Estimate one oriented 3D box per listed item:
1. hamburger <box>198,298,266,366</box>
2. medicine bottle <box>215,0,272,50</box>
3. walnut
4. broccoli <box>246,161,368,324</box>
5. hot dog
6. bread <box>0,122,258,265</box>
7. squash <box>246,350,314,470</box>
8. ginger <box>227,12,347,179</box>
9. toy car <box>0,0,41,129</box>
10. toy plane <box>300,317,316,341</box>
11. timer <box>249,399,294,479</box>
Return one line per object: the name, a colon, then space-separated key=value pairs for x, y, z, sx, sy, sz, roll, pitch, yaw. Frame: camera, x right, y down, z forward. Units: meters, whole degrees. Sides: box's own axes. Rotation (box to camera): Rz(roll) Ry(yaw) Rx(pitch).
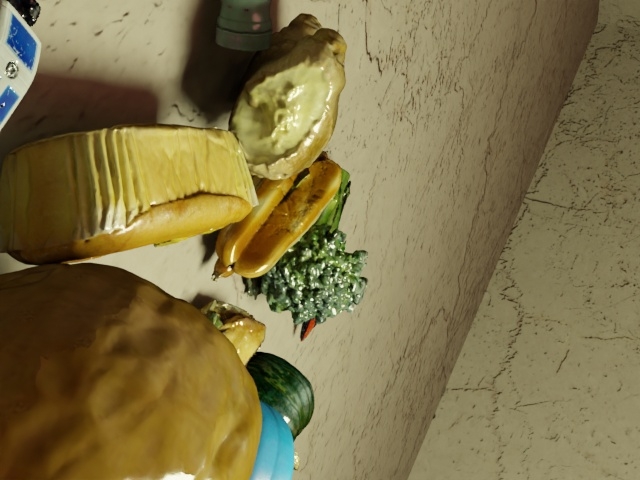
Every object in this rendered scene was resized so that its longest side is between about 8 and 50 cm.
hamburger: x=-0.154 y=0.139 z=1.177 sx=0.176 sy=0.087 sz=0.102 roll=-52 pitch=133 yaw=-33
medicine bottle: x=-0.080 y=-0.328 z=0.975 sx=0.090 sy=0.090 sz=0.217 roll=-36 pitch=140 yaw=-55
walnut: x=-0.232 y=0.207 z=0.709 sx=0.398 sy=0.308 sz=0.354 roll=-48 pitch=164 yaw=-45
broccoli: x=-0.001 y=0.018 z=1.368 sx=0.275 sy=0.177 sz=0.198 roll=-68 pitch=163 yaw=-54
hot dog: x=-0.064 y=-0.043 z=1.211 sx=0.269 sy=0.109 sz=0.072 roll=-50 pitch=-173 yaw=-28
bread: x=-0.185 y=-0.049 z=0.875 sx=0.288 sy=0.152 sz=0.119 roll=-15 pitch=96 yaw=-66
squash: x=-0.105 y=0.264 z=1.252 sx=0.218 sy=0.172 sz=0.218 roll=-46 pitch=146 yaw=-43
ginger: x=-0.033 y=-0.181 z=1.054 sx=0.221 sy=0.130 sz=0.276 roll=120 pitch=-15 yaw=-49
toy car: x=-0.280 y=-0.128 z=0.687 sx=0.171 sy=0.070 sz=0.080 roll=-63 pitch=155 yaw=-19
toy plane: x=-0.012 y=0.095 z=1.485 sx=0.189 sy=0.061 sz=0.130 roll=-63 pitch=-157 yaw=22
timer: x=-0.186 y=0.319 z=0.971 sx=0.115 sy=0.309 sz=0.340 roll=38 pitch=67 yaw=-29
